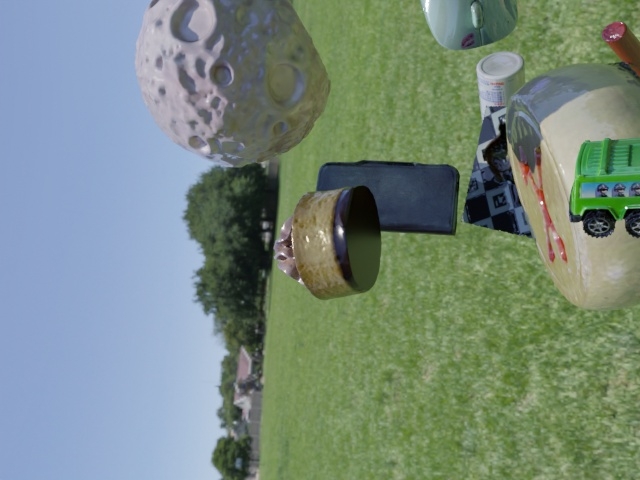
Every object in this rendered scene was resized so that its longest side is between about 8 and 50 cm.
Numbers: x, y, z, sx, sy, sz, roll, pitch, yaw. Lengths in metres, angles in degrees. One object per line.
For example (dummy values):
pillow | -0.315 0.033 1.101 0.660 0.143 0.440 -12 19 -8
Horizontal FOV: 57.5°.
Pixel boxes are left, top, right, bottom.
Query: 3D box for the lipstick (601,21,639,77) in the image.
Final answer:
lipstick | 0.928 -0.557 1.735 0.073 0.280 0.073 -22 59 43

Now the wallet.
wallet | 0.144 -0.096 1.295 0.045 0.318 0.172 51 -136 -68

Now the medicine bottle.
medicine bottle | 0.541 -0.377 1.721 0.340 0.131 0.130 67 -163 -45

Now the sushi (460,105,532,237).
sushi | 0.473 -0.148 1.275 0.292 0.059 0.293 15 95 45

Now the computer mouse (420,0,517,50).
computer mouse | 0.242 -0.475 1.000 0.097 0.160 0.288 63 -166 -80

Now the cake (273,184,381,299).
cake | 0.000 0.000 1.022 0.185 0.178 0.207 -52 -42 -55

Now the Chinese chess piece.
Chinese chess piece | 0.369 -0.073 0.801 0.338 0.141 0.337 -18 -90 -82

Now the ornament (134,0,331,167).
ornament | -0.118 -0.220 0.762 0.259 0.225 0.259 59 -172 -13

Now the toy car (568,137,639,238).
toy car | 0.284 -0.047 0.459 0.071 0.165 0.062 -60 -42 -39
